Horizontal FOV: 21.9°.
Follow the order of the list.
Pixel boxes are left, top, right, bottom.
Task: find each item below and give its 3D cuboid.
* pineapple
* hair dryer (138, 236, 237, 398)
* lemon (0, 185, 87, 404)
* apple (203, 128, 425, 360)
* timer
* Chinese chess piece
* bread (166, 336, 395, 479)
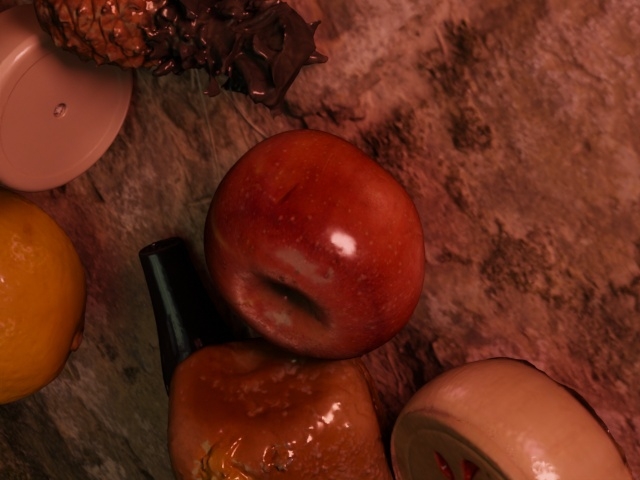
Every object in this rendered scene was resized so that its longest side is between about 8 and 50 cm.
[{"bbox_3d":[-0.119,-0.182,1.401,0.248,0.128,0.128,24,137,22],"label":"pineapple"},{"bbox_3d":[-0.053,0.095,1.643,0.272,0.091,0.235,-8,107,34],"label":"hair dryer"},{"bbox_3d":[-0.355,0.063,1.765,0.219,0.240,0.240,20,146,-16],"label":"lemon"},{"bbox_3d":[0.000,0.000,1.418,0.201,0.162,0.201,21,143,17],"label":"apple"},{"bbox_3d":[-0.328,-0.180,1.593,0.266,0.175,0.175,34,142,34],"label":"timer"},{"bbox_3d":[0.171,0.223,1.452,0.250,0.103,0.250,40,147,33],"label":"Chinese chess piece"},{"bbox_3d":[-0.025,0.216,1.549,0.195,0.176,0.246,-11,143,11],"label":"bread"}]
